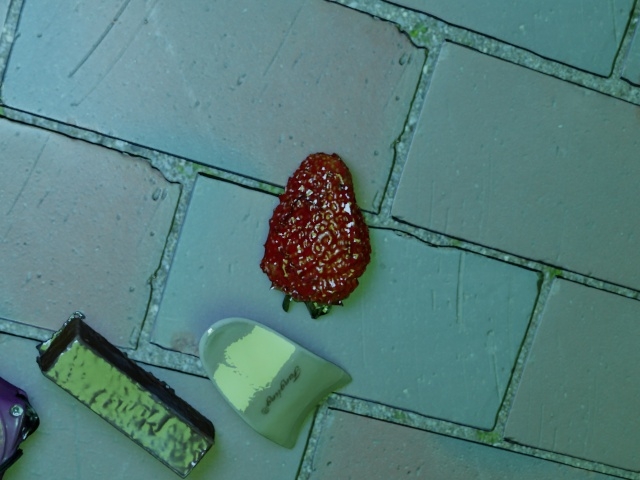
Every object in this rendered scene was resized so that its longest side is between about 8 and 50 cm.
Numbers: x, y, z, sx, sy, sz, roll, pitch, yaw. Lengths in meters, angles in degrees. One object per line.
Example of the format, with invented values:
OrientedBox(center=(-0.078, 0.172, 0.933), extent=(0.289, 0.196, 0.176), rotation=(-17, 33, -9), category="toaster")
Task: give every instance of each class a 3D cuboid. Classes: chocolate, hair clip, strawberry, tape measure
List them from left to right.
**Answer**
OrientedBox(center=(-0.577, 0.304, 1.548), extent=(0.245, 0.149, 0.232), rotation=(19, 97, -13), category="tape measure")
OrientedBox(center=(-0.318, 0.259, 1.613), extent=(0.321, 0.112, 0.112), rotation=(42, 87, -15), category="chocolate")
OrientedBox(center=(-0.088, 0.222, 1.651), extent=(0.282, 0.113, 0.172), rotation=(43, 90, -15), category="hair clip")
OrientedBox(center=(0.000, 0.000, 1.635), extent=(0.188, 0.106, 0.286), rotation=(1, 99, -13), category="strawberry")
